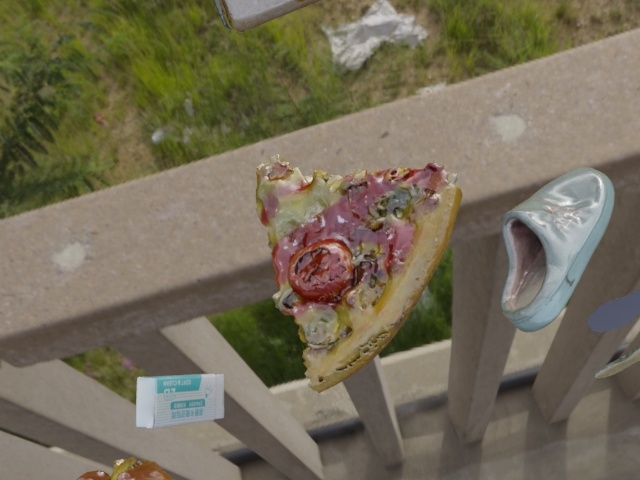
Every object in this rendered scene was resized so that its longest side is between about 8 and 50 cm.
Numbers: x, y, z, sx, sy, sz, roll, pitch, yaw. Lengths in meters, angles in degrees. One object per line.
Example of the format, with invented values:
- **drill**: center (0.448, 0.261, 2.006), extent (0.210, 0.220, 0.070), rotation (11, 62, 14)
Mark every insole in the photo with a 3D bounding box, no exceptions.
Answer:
- **insole**: center (0.480, 0.102, 1.118), extent (0.135, 0.002, 0.045), rotation (-34, 86, 13)
- **insole**: center (0.607, 0.207, 1.337), extent (0.081, 0.248, 0.011), rotation (2, 57, -27)

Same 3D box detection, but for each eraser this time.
- **eraser**: center (-0.273, 0.314, 1.417), extent (0.052, 0.225, 0.095), rotation (-7, 79, 27)

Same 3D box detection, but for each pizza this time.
- **pizza**: center (0.000, 0.000, 1.236), extent (0.406, 0.130, 0.440), rotation (37, 104, 26)

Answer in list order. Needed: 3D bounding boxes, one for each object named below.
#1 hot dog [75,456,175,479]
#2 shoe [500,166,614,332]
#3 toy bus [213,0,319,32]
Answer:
- **hot dog**: center (-0.191, 0.306, 0.761), extent (0.213, 0.103, 0.146), rotation (14, 33, 32)
- **shoe**: center (0.218, -0.007, 0.698), extent (0.078, 0.079, 0.195), rotation (36, 66, -19)
- **toy bus**: center (0.018, -0.187, 0.394), extent (0.182, 0.091, 0.103), rotation (-22, 22, -2)
